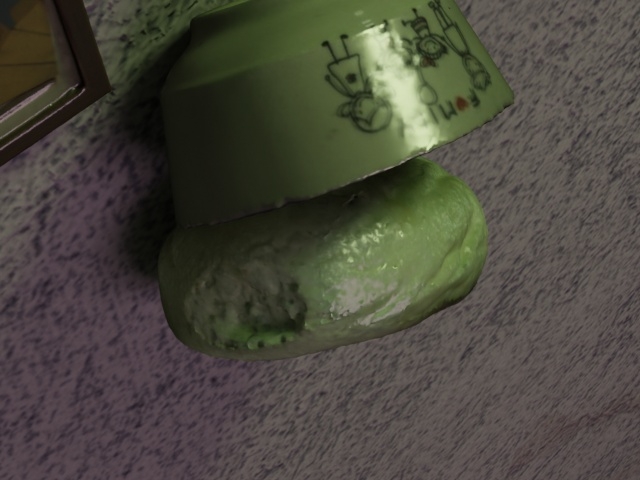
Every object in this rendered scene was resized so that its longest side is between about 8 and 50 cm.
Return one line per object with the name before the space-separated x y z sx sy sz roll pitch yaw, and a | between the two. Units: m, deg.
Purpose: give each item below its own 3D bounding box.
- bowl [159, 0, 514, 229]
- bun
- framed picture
bowl | -0.003 -0.095 0.989 0.211 0.211 0.112 -27 103 -32
bun | -0.002 0.001 1.104 0.221 0.221 0.108 -20 106 -39
framed picture | -0.180 -0.101 0.884 0.128 0.023 0.168 -37 149 -17
